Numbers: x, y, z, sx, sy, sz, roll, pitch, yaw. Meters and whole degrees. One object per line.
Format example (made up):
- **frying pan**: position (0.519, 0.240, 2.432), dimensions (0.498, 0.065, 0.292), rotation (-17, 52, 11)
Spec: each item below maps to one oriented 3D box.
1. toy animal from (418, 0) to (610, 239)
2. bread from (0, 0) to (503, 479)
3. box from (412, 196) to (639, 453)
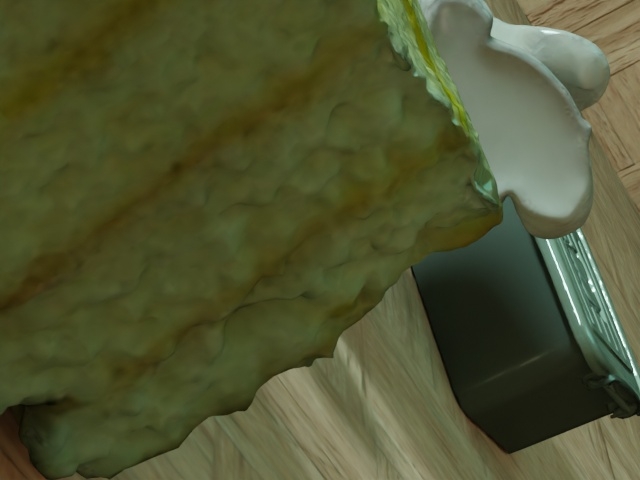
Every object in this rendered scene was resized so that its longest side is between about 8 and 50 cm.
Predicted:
- **toy animal**: position (0.070, -0.107, 1.420), dimensions (0.265, 0.271, 0.206), rotation (-114, -162, -74)
- **bread**: position (-0.122, -0.114, 0.727), dimensions (0.395, 0.239, 0.264), rotation (44, 19, -49)
- **box**: position (0.175, 0.061, 1.644), dimensions (0.163, 0.135, 0.243), rotation (42, 26, -52)
